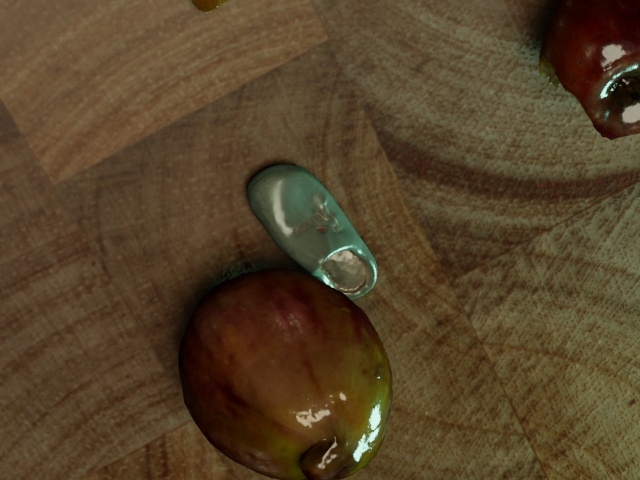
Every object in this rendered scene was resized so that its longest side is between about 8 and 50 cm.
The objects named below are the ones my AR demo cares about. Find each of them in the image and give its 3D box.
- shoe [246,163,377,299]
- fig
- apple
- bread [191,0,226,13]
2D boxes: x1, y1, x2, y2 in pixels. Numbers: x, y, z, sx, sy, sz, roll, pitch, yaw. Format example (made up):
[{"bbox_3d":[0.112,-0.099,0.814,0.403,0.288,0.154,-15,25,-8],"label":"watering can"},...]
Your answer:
[{"bbox_3d":[0.000,0.000,1.842,0.079,0.078,0.195,-38,120,5],"label":"shoe"},{"bbox_3d":[-0.032,0.155,1.823,0.224,0.263,0.224,-41,149,-31],"label":"fig"},{"bbox_3d":[0.309,-0.203,1.784,0.156,0.158,0.147,3,127,-16],"label":"apple"},{"bbox_3d":[-0.101,-0.323,1.690,0.154,0.054,0.136,-41,113,3],"label":"bread"}]
